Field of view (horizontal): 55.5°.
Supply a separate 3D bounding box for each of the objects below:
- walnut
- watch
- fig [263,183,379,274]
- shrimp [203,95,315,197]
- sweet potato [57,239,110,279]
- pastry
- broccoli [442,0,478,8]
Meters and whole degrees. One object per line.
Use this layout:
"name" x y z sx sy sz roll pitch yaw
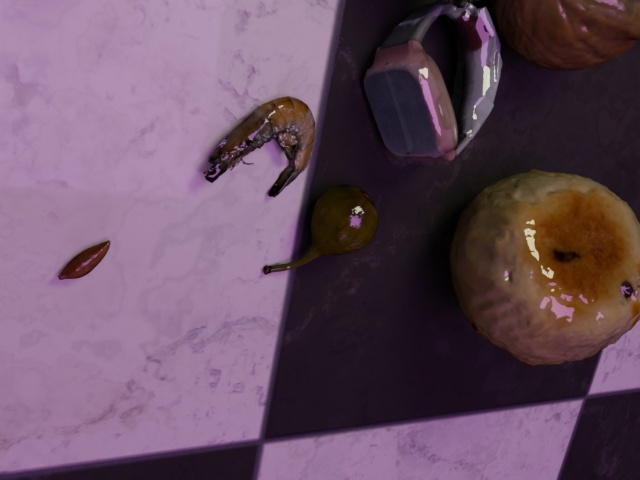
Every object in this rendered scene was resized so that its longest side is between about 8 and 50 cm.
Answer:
"walnut" 0.464 -0.450 1.066 0.332 0.333 0.333 -10 113 -25
"watch" 0.215 -0.290 1.079 0.241 0.161 0.253 -34 116 -26
"fig" 0.000 0.000 1.093 0.236 0.124 0.124 -40 123 7
"shrimp" -0.091 -0.143 1.019 0.217 0.051 0.150 -38 129 -15
"sweet potato" -0.363 0.033 0.945 0.095 0.034 0.034 -37 122 -11
"pastry" 0.439 0.057 1.215 0.388 0.312 0.389 3 78 -13
"broccoli" 0.267 -0.507 0.959 0.304 0.145 0.165 -44 91 -4
